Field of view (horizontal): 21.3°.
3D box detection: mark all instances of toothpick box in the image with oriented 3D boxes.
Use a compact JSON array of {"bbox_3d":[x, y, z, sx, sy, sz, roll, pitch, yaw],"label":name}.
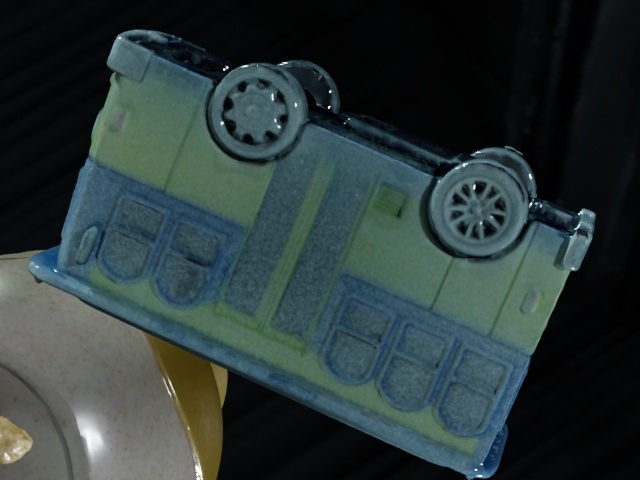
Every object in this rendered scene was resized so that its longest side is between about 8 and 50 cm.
[{"bbox_3d":[-0.304,0.214,1.852,0.409,0.409,0.425,58,15,2],"label":"toothpick box"}]

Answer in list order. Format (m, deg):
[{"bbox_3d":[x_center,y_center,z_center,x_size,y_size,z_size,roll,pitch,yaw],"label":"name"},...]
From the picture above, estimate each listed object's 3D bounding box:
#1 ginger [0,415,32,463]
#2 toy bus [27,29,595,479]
[{"bbox_3d":[-0.399,0.174,1.605,0.288,0.075,0.089,0,-18,25],"label":"ginger"},{"bbox_3d":[0.000,0.000,1.058,0.312,0.190,0.152,24,11,6],"label":"toy bus"}]
